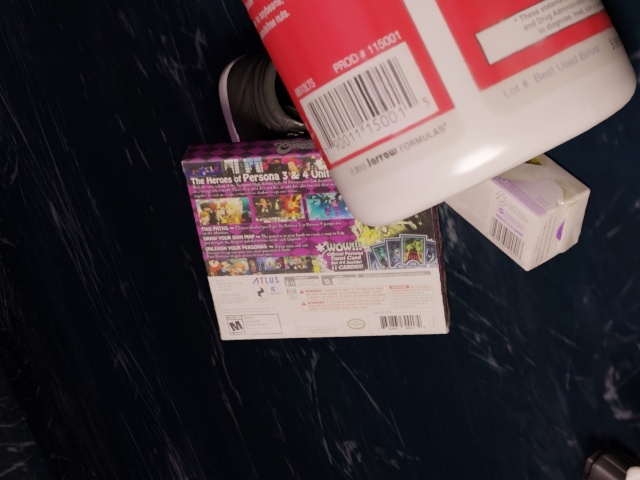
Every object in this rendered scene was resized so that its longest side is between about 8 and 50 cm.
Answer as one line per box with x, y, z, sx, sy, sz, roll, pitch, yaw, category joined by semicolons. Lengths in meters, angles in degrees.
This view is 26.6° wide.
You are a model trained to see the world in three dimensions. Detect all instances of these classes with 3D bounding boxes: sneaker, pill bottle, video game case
-0.005;-0.060;1.333;0.295;0.105;0.147;67;158;-1;sneaker
0.039;-0.235;0.968;0.407;0.229;0.229;64;153;-3;pill bottle
0.000;0.000;1.296;0.232;0.042;0.210;-3;122;12;video game case

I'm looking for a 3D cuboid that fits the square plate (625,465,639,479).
0.394;0.341;0.999;0.344;0.049;0.347;13;126;34;square plate

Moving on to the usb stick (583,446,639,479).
0.332;0.270;1.129;0.278;0.045;0.077;36;149;40;usb stick

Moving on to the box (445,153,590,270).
0.095;-0.100;1.175;0.324;0.063;0.067;43;145;32;box
